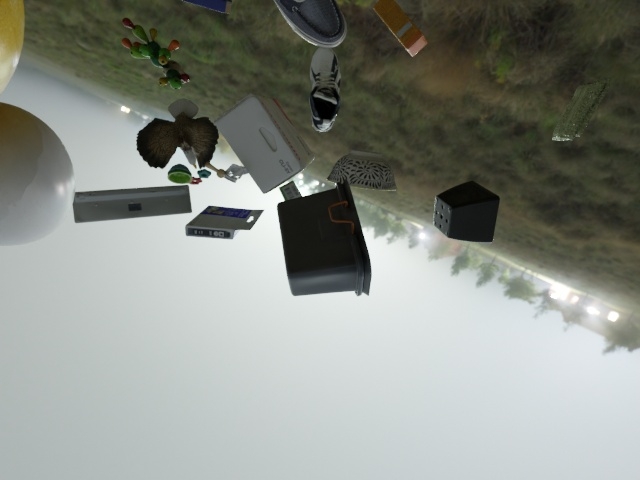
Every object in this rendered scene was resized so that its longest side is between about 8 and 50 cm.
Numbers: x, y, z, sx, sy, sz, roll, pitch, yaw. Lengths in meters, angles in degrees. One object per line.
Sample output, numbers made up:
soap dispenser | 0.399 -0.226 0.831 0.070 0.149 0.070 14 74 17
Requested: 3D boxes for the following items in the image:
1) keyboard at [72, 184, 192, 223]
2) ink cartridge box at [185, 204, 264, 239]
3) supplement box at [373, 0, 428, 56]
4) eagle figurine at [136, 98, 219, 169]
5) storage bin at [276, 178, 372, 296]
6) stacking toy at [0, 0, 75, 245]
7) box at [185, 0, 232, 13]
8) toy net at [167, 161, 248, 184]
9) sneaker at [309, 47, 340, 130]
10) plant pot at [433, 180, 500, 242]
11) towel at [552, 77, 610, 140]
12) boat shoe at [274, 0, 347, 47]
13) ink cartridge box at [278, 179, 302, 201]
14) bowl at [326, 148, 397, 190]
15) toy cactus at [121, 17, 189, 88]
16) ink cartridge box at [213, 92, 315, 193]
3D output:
keyboard | -0.441 -0.088 0.957 0.256 0.072 0.014 -7 -174 -20
ink cartridge box | -0.306 -0.061 1.335 0.209 0.045 0.206 4 -157 5
supplement box | 0.295 -0.799 1.496 0.233 0.080 0.078 56 -155 16
eagle figurine | -0.466 -0.343 1.372 0.225 0.226 0.298 40 -174 -19
storage bin | 0.000 0.000 0.475 0.091 0.135 0.098 -10 148 -4
stacking toy | -0.300 -0.162 0.203 0.351 0.350 0.479 28 146 28
box | -0.353 -0.666 1.069 0.226 0.036 0.136 7 -141 -22
toy net | -0.335 -0.188 1.216 0.233 0.045 0.122 -1 156 -16
sneaker | 0.016 -0.427 1.126 0.094 0.234 0.153 7 -168 -10
plant pot | 0.530 -0.101 1.512 0.167 0.187 0.187 -8 -151 -11
towel | 0.604 -0.302 0.945 0.027 0.148 0.110 26 -167 -2
boat shoe | -0.060 -0.596 0.922 0.341 0.127 0.158 41 -174 -17
ink cartridge box | -0.092 -0.131 1.497 0.108 0.062 0.209 62 176 12
bowl | 0.104 -0.172 0.960 0.170 0.080 0.170 7 -165 -2
toy cactus | -0.409 -0.477 1.064 0.219 0.112 0.180 43 -174 11
ink cartridge box | -0.175 -0.341 1.402 0.279 0.161 0.384 56 -167 -11
